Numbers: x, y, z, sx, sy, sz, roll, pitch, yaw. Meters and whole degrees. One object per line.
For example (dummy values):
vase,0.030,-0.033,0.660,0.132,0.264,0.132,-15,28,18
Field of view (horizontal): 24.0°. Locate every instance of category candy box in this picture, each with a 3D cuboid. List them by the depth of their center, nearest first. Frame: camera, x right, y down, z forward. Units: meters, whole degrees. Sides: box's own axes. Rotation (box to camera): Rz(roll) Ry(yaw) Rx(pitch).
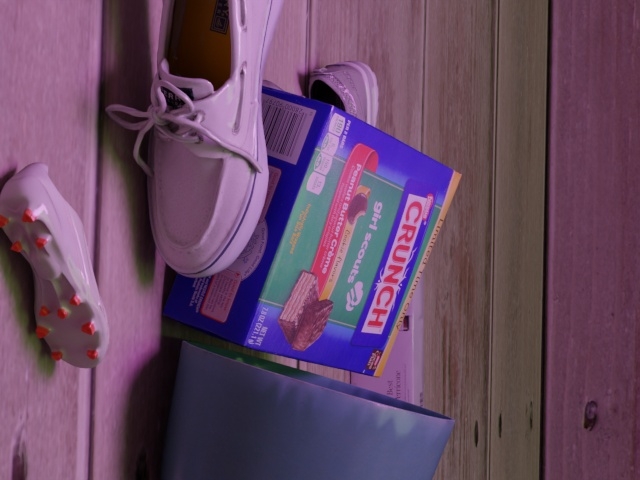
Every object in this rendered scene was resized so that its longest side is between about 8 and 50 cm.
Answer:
candy box,0.000,0.000,1.672,0.317,0.122,0.268,20,91,-60

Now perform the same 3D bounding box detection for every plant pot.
plant pot,-0.033,0.255,1.547,0.293,0.293,0.235,23,82,-69

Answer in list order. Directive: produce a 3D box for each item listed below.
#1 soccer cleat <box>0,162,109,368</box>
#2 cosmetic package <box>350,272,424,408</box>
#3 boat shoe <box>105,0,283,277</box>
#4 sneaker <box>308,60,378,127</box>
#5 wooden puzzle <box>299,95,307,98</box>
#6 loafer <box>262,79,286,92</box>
soccer cleat,-0.222,0.024,1.304,0.076,0.068,0.196,-69,150,-51
cosmetic package,0.095,0.129,2.174,0.060,0.099,0.239,-8,98,-68
boat shoe,-0.122,-0.138,1.444,0.156,0.136,0.367,-11,115,-63
sneaker,0.016,-0.097,1.979,0.115,0.105,0.281,-4,87,-56
wooden puzzle,-0.029,-0.138,1.874,0.078,0.014,0.116,-50,139,-10
loafer,-0.039,-0.092,1.799,0.111,0.112,0.319,60,-1,37
